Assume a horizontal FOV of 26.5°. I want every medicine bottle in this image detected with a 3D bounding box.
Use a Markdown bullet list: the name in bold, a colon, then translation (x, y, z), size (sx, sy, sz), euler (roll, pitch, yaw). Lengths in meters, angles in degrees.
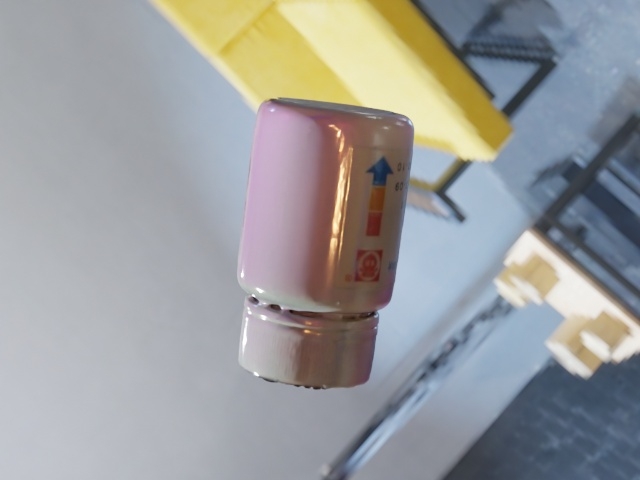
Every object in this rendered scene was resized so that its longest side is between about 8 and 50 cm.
- **medicine bottle**: translation (0.000, 0.000, 1.264), size (0.152, 0.255, 0.152), euler (8, -170, -1)
